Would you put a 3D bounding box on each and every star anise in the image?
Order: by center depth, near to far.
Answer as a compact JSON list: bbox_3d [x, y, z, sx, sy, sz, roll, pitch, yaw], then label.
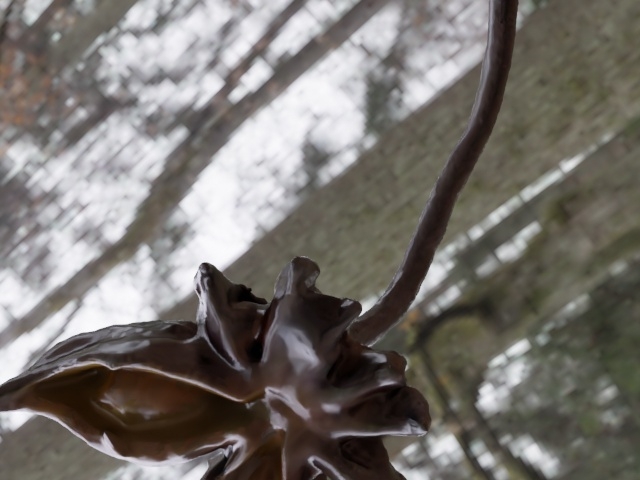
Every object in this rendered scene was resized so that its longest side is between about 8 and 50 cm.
[{"bbox_3d":[0.000,0.000,0.626,0.148,0.219,0.227,17,-152,14],"label":"star anise"}]
